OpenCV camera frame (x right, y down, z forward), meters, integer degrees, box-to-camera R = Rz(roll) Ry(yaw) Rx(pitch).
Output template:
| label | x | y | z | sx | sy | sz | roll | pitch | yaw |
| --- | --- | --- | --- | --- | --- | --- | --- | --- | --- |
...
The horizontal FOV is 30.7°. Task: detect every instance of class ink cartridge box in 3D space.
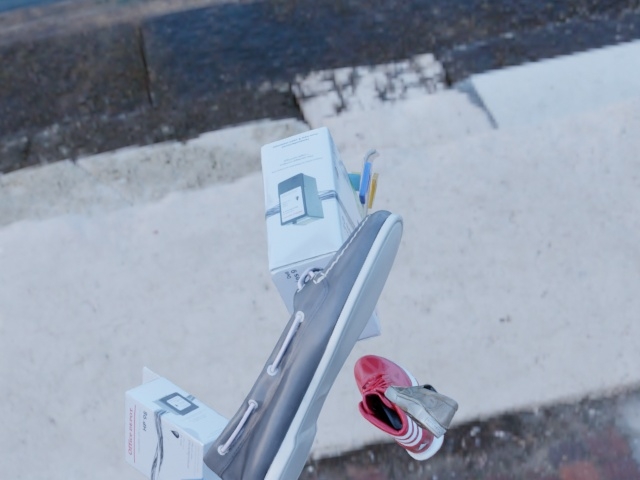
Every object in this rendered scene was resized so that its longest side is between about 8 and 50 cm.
| label | x | y | z | sx | sy | sz | roll | pitch | yaw |
| --- | --- | --- | --- | --- | --- | --- | --- | --- | --- |
| ink cartridge box | 0.000 | 0.000 | 1.830 | 0.121 | 0.211 | 0.289 | -17 | 44 | 10 |
| ink cartridge box | -0.179 | 0.237 | 1.394 | 0.180 | 0.104 | 0.060 | 25 | 32 | 37 |

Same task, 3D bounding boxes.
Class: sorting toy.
| label | x | y | z | sx | sy | sz | roll | pitch | yaw |
| --- | --- | --- | --- | --- | --- | --- | --- | --- | --- |
| sorting toy | 0.070 | -0.076 | 2.194 | 0.047 | 0.196 | 0.347 | 11 | 3 | 6 |

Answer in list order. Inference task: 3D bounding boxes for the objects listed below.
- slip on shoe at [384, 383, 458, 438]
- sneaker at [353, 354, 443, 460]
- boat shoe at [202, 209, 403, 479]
| label | x | y | z | sx | sy | sz | roll | pitch | yaw |
| --- | --- | --- | --- | --- | --- | --- | --- | --- | --- |
| slip on shoe | 0.109 | 0.173 | 1.246 | 0.041 | 0.051 | 0.135 | -49 | 10 | -6 |
| sneaker | 0.095 | 0.226 | 1.759 | 0.087 | 0.128 | 0.221 | -46 | 43 | 1 |
| boat shoe | -0.022 | 0.111 | 1.190 | 0.095 | 0.335 | 0.112 | 26 | 6 | 15 |
